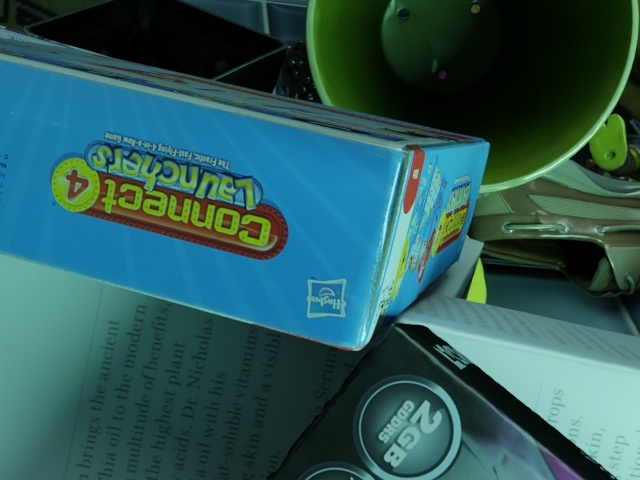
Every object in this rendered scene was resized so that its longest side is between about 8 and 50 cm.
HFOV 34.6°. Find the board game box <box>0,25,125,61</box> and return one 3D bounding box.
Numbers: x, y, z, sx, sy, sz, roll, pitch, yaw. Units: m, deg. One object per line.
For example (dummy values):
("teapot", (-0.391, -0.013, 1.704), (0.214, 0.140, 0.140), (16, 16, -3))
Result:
("board game box", (-0.181, 0.003, 0.801), (0.319, 0.066, 0.318), (18, 61, 10))

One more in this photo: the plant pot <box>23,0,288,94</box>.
("plant pot", (-0.166, -0.131, 1.039), (0.188, 0.166, 0.187), (24, 35, 22))

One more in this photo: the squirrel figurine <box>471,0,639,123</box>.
("squirrel figurine", (0.340, -0.282, 1.242), (0.397, 0.281, 0.370), (33, -11, -15))

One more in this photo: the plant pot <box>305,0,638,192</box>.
("plant pot", (0.127, -0.200, 0.992), (0.275, 0.274, 0.293), (10, 10, -1))

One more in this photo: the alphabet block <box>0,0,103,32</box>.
("alphabet block", (-0.321, -0.296, 1.220), (0.194, 0.197, 0.192), (6, 34, -6))

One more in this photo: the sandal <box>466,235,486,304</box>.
("sandal", (0.000, 0.000, 0.928), (0.317, 0.138, 0.126), (27, 67, 11))

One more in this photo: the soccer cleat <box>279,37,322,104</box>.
("soccer cleat", (0.084, -0.138, 1.196), (0.318, 0.108, 0.116), (36, 29, 31))

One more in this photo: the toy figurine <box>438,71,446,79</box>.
("toy figurine", (0.115, -0.260, 1.404), (0.159, 0.130, 0.173), (36, 14, 13))

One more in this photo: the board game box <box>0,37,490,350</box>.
("board game box", (-0.079, -0.046, 0.575), (0.308, 0.086, 0.302), (14, 9, 14))

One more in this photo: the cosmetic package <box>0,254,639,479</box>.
("cosmetic package", (-0.020, 0.132, 0.588), (0.454, 0.230, 0.161), (13, 4, 1))

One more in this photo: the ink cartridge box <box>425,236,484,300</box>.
("ink cartridge box", (0.028, 0.076, 0.757), (0.127, 0.176, 0.128), (19, 26, 13))

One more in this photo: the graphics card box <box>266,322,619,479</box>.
("graphics card box", (0.108, 0.234, 0.422), (0.371, 0.232, 0.094), (40, 6, 15))

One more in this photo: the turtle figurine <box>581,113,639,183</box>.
("turtle figurine", (0.362, -0.069, 1.106), (0.270, 0.087, 0.217), (12, -8, 36))

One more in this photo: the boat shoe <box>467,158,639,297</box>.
("boat shoe", (0.291, 0.004, 1.037), (0.325, 0.123, 0.116), (14, 66, -4))
